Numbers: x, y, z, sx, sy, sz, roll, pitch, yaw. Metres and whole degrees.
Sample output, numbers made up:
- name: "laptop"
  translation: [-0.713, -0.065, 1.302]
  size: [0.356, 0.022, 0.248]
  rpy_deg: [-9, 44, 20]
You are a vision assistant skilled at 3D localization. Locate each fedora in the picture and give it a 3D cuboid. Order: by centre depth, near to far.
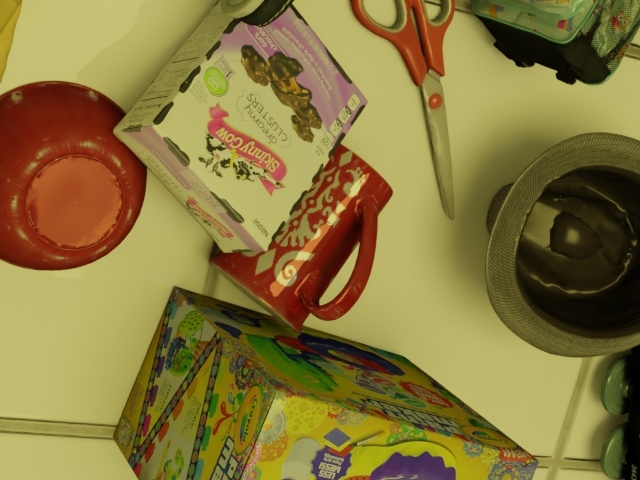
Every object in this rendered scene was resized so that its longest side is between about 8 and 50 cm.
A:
- name: "fedora"
  translation: [0.277, -0.002, 1.321]
  size: [0.275, 0.124, 0.244]
  rpy_deg: [13, 100, -22]

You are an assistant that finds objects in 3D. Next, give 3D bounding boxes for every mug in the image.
- name: "mug"
  translation: [0.000, 0.001, 1.192]
  size: [0.169, 0.150, 0.113]
  rpy_deg: [-52, 164, -7]

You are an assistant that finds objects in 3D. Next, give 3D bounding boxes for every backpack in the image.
- name: "backpack"
  translation: [0.255, -0.271, 1.202]
  size: [0.188, 0.166, 0.144]
  rpy_deg: [-48, 128, -7]

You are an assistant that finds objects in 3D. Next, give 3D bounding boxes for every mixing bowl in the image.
- name: "mixing bowl"
  translation: [-0.231, -0.046, 1.087]
  size: [0.181, 0.098, 0.181]
  rpy_deg: [-7, 109, -22]

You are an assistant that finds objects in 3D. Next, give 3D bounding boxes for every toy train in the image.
- name: "toy train"
  translation: [0.441, 0.176, 1.458]
  size: [0.190, 0.142, 0.334]
  rpy_deg: [-13, 110, -34]

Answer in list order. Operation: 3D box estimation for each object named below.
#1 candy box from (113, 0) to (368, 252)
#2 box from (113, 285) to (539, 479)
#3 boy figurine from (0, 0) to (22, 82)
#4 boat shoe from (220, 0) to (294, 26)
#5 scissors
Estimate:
- name: "candy box"
  translation: [-0.068, -0.114, 1.117]
  size: [0.165, 0.070, 0.196]
  rpy_deg: [49, 60, -29]
- name: "box"
  translation: [-0.005, 0.202, 1.168]
  size: [0.290, 0.279, 0.177]
  rpy_deg: [19, 98, -29]
- name: "boy figurine"
  translation: [-0.297, -0.169, 0.996]
  size: [0.285, 0.092, 0.177]
  rpy_deg: [-55, 161, -17]
- name: "boat shoe"
  translation: [0.016, -0.302, 1.081]
  size: [0.091, 0.114, 0.302]
  rpy_deg: [39, 74, -33]
- name: "scissors"
  translation: [0.123, -0.165, 1.256]
  size: [0.109, 0.021, 0.297]
  rpy_deg: [-34, 116, -14]
